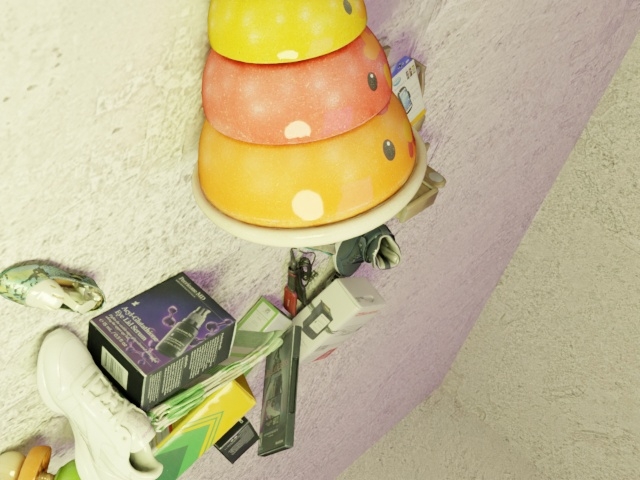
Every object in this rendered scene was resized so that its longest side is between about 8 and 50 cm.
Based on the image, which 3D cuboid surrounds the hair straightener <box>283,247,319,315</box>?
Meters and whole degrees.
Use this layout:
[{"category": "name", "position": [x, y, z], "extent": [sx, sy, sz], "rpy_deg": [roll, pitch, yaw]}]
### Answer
[{"category": "hair straightener", "position": [-0.047, 0.082, 1.786], "extent": [0.089, 0.047, 0.230], "rpy_deg": [-39, 150, -26]}]

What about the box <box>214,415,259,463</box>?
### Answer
[{"category": "box", "position": [-0.234, 0.414, 1.779], "extent": [0.093, 0.156, 0.158], "rpy_deg": [-43, 156, -16]}]

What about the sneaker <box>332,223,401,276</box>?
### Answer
[{"category": "sneaker", "position": [0.107, 0.039, 1.825], "extent": [0.086, 0.163, 0.226], "rpy_deg": [-12, 137, -28]}]

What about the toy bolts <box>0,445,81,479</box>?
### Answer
[{"category": "toy bolts", "position": [-0.492, 0.432, 1.407], "extent": [0.218, 0.159, 0.228], "rpy_deg": [-80, -174, -63]}]

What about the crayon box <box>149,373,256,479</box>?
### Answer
[{"category": "crayon box", "position": [-0.248, 0.343, 1.571], "extent": [0.318, 0.081, 0.202], "rpy_deg": [-43, -163, -3]}]

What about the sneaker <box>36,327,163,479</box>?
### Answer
[{"category": "sneaker", "position": [-0.348, 0.271, 1.257], "extent": [0.114, 0.152, 0.305], "rpy_deg": [-60, 135, -60]}]

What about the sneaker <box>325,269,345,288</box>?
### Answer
[{"category": "sneaker", "position": [0.046, 0.080, 1.955], "extent": [0.098, 0.038, 0.069], "rpy_deg": [-49, 157, -29]}]

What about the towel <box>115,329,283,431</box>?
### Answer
[{"category": "towel", "position": [-0.252, 0.251, 1.468], "extent": [0.325, 0.248, 0.038], "rpy_deg": [-31, 107, -40]}]

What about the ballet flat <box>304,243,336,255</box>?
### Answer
[{"category": "ballet flat", "position": [0.000, 0.000, 1.725], "extent": [0.052, 0.057, 0.168], "rpy_deg": [-64, 156, 4]}]

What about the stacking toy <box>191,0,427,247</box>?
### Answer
[{"category": "stacking toy", "position": [-0.041, -0.260, 1.026], "extent": [0.351, 0.351, 0.479], "rpy_deg": [-37, 138, -29]}]

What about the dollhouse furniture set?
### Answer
[{"category": "dollhouse furniture set", "position": [0.196, -0.236, 1.579], "extent": [0.303, 0.174, 0.355], "rpy_deg": [-31, 150, -40]}]

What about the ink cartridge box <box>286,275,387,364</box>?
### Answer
[{"category": "ink cartridge box", "position": [0.027, 0.200, 1.951], "extent": [0.237, 0.100, 0.172], "rpy_deg": [-44, 161, 21]}]

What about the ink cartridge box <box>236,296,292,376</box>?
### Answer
[{"category": "ink cartridge box", "position": [-0.164, 0.234, 1.758], "extent": [0.209, 0.062, 0.109], "rpy_deg": [-49, 158, -4]}]

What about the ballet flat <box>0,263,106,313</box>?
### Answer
[{"category": "ballet flat", "position": [-0.379, 0.076, 1.123], "extent": [0.070, 0.070, 0.188], "rpy_deg": [-55, 157, 10]}]

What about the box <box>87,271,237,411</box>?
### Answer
[{"category": "box", "position": [-0.274, 0.172, 1.350], "extent": [0.207, 0.153, 0.108], "rpy_deg": [-32, 149, -41]}]

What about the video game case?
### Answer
[{"category": "video game case", "position": [-0.096, 0.353, 1.804], "extent": [0.026, 0.274, 0.196], "rpy_deg": [11, 155, -19]}]

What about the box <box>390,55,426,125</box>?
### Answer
[{"category": "box", "position": [0.153, -0.276, 1.450], "extent": [0.081, 0.028, 0.136], "rpy_deg": [-46, 132, -30]}]
